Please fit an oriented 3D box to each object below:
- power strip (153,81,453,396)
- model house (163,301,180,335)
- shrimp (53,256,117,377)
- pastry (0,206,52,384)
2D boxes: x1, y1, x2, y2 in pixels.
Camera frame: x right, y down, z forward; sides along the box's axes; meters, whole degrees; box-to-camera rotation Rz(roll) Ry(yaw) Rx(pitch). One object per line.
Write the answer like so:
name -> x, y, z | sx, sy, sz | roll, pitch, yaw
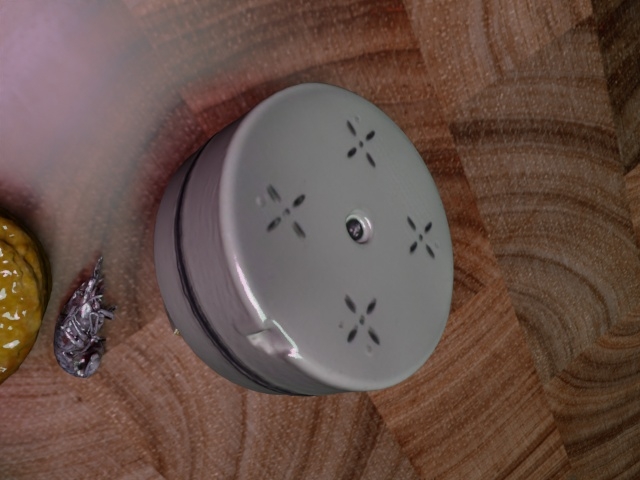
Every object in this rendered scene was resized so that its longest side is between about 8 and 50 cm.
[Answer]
power strip -> 0.000, 0.000, 0.601 | 0.357, 0.161, 0.358 | 15, 67, -37
model house -> -0.127, 0.044, 0.669 | 0.126, 0.100, 0.149 | 10, 101, -29
shrimp -> -0.289, 0.097, 0.634 | 0.065, 0.057, 0.165 | 22, 107, -14
pastry -> -0.405, 0.054, 0.518 | 0.235, 0.132, 0.240 | 23, 96, -30
